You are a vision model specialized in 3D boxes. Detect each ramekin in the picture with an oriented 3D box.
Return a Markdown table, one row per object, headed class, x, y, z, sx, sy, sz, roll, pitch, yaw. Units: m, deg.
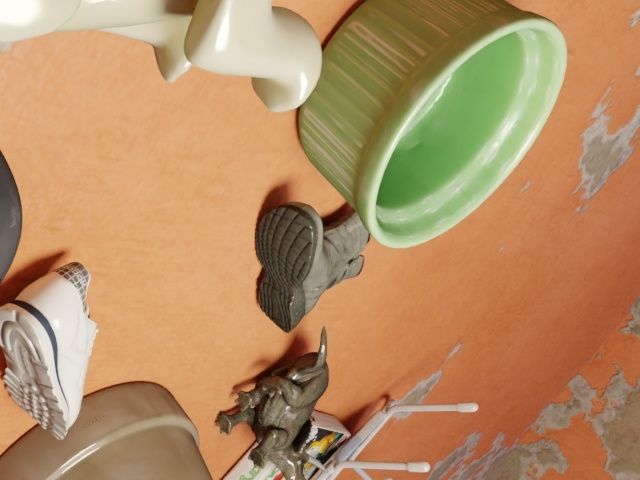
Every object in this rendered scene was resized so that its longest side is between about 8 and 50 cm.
| class | x | y | z | sx | sy | sz | roll | pitch | yaw |
| --- | --- | --- | --- | --- | --- | --- | --- | --- | --- |
| ramekin | 0.119 | -0.154 | 1.166 | 0.303 | 0.148 | 0.303 | -34 | 151 | -23 |

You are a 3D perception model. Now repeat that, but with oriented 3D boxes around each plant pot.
| class | x | y | z | sx | sy | sz | roll | pitch | yaw |
| --- | --- | --- | --- | --- | --- | --- | --- | --- | --- |
| plant pot | -0.228 | 0.383 | 1.262 | 0.323 | 0.280 | 0.323 | -34 | 150 | -23 |

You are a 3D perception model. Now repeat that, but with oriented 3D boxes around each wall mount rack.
| class | x | y | z | sx | sy | sz | roll | pitch | yaw |
| --- | --- | --- | --- | --- | --- | --- | --- | --- | --- |
| wall mount rack | 0.104 | 0.379 | 1.786 | 0.350 | 0.130 | 0.304 | -36 | 165 | -53 |

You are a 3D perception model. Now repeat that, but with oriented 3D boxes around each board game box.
| class | x | y | z | sx | sy | sz | roll | pitch | yaw |
| --- | --- | --- | --- | --- | --- | --- | --- | --- | --- |
| board game box | -0.097 | 0.409 | 1.724 | 0.305 | 0.053 | 0.193 | -49 | 153 | 4 |

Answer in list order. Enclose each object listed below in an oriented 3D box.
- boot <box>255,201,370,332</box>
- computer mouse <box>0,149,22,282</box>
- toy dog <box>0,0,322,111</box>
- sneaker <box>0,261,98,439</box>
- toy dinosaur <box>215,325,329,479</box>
| class | x | y | z | sx | sy | sz | roll | pitch | yaw |
| --- | --- | --- | --- | --- | --- | --- | --- | --- | --- |
| boot | 0.000 | 0.000 | 1.303 | 0.161 | 0.083 | 0.246 | -39 | 158 | -28 |
| computer mouse | -0.300 | 0.046 | 0.895 | 0.184 | 0.060 | 0.262 | -53 | 166 | -87 |
| toy dog | -0.126 | -0.253 | 0.616 | 0.407 | 0.284 | 0.396 | -28 | 111 | -28 |
| sneaker | -0.270 | 0.121 | 1.069 | 0.095 | 0.090 | 0.235 | -51 | 166 | -37 |
| toy dinosaur | -0.050 | 0.232 | 1.517 | 0.160 | 0.121 | 0.314 | -19 | 130 | -52 |
